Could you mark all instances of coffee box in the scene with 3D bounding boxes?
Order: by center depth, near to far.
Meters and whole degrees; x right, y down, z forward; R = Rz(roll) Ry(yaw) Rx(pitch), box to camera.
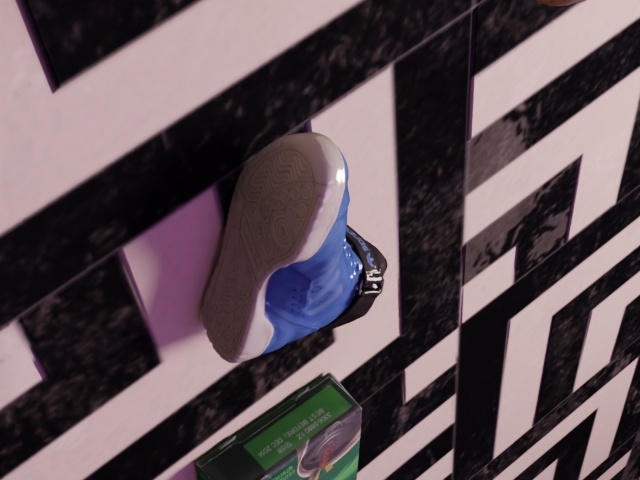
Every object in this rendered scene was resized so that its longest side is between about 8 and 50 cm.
[{"bbox_3d":[-0.026,0.178,0.825,0.113,0.040,0.184,-31,149,-25],"label":"coffee box"}]

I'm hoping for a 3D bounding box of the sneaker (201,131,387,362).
[{"bbox_3d":[-0.001,-0.001,0.601,0.084,0.058,0.152,-15,144,-35],"label":"sneaker"}]

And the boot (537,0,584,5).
[{"bbox_3d":[0.064,-0.206,0.355,0.207,0.090,0.248,19,126,-20],"label":"boot"}]
